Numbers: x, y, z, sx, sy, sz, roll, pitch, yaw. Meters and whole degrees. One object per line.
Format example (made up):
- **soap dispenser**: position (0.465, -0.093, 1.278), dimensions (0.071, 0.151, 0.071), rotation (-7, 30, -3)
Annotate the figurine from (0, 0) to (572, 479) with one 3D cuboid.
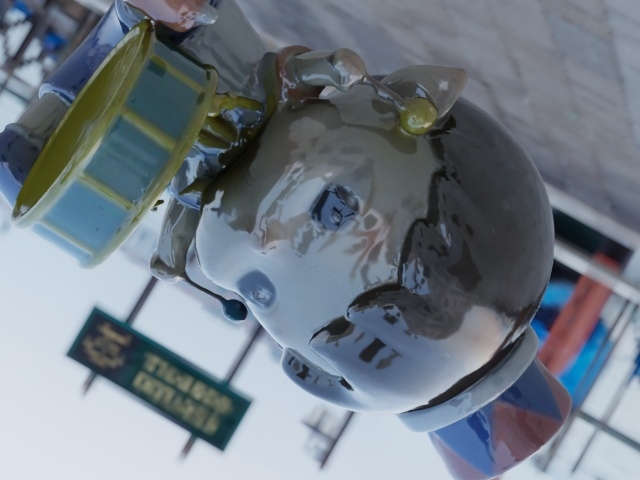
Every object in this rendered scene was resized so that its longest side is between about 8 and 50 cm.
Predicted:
- **figurine**: position (0.001, -0.006, 0.676), dimensions (0.275, 0.161, 0.158), rotation (29, -140, -16)
